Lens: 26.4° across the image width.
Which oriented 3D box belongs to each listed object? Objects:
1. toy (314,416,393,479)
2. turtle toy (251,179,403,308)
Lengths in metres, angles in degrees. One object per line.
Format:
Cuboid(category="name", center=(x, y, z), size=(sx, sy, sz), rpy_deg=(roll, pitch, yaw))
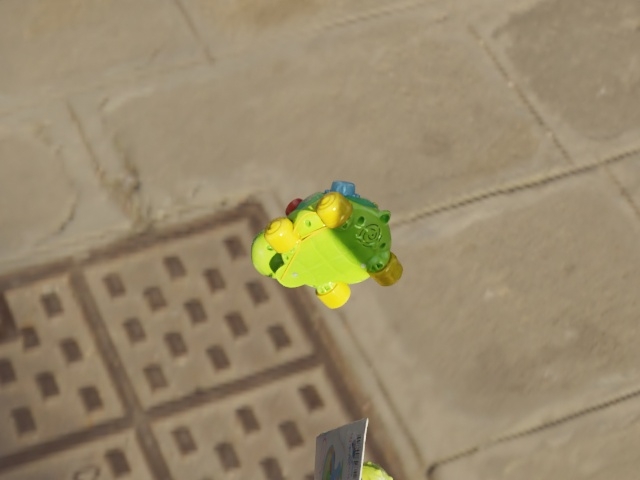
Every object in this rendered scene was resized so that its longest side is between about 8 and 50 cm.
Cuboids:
Cuboid(category="toy", center=(0.027, 0.204, 0.973), size=(0.056, 0.237, 0.137), rpy_deg=(6, 78, -3))
Cuboid(category="turtle toy", center=(0.000, 0.000, 1.063), size=(0.130, 0.095, 0.066), rpy_deg=(-24, 35, 26))
